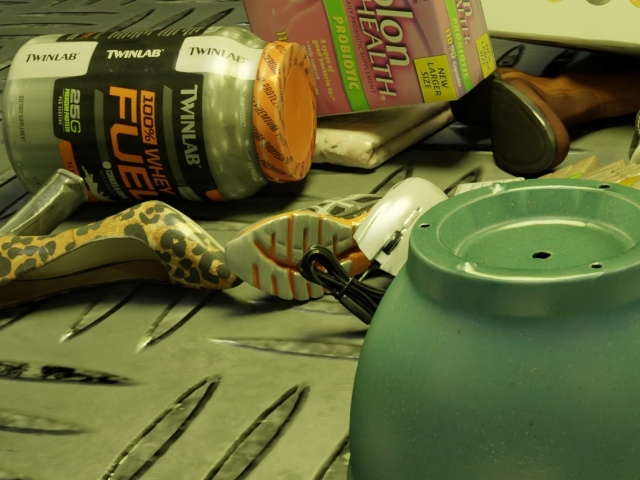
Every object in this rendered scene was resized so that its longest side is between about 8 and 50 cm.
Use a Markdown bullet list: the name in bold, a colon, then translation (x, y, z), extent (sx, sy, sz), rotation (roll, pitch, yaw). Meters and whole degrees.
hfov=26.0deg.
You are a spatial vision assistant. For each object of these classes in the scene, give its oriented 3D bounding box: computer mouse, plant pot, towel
- **computer mouse**: translation (0.067, -0.004, 1.244), extent (0.106, 0.042, 0.193), rotation (36, 48, 3)
- **plant pot**: translation (0.152, 0.076, 0.923), extent (0.293, 0.196, 0.293), rotation (-6, 23, 3)
- **towel**: translation (0.008, -0.175, 1.761), extent (0.332, 0.053, 0.317), rotation (9, 27, 35)

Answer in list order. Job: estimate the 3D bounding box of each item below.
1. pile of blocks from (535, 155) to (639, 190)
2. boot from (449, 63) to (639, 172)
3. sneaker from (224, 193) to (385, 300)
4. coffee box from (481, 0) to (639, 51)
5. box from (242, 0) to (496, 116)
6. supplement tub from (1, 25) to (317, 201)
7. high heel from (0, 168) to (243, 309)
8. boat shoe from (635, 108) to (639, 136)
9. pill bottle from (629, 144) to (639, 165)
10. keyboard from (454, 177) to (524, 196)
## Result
- **pile of blocks**: translation (0.224, 0.009, 1.148), extent (0.149, 0.112, 0.362), rotation (-24, 5, -4)
- **boot**: translation (0.321, -0.147, 1.600), extent (0.280, 0.096, 0.264), rotation (-4, 14, -13)
- **sneaker**: translation (0.000, 0.000, 1.310), extent (0.215, 0.084, 0.083), rotation (-8, 21, -33)
- **coffee box**: translation (0.407, -0.391, 1.677), extent (0.334, 0.337, 0.338), rotation (14, 9, 42)
- **box**: translation (0.048, -0.262, 1.566), extent (0.243, 0.213, 0.117), rotation (-3, 22, 32)
- **supplement tub**: translation (-0.174, -0.139, 1.541), extent (0.316, 0.193, 0.193), rotation (-1, 23, 16)
- **high heel**: translation (-0.214, 0.041, 1.309), extent (0.261, 0.093, 0.186), rotation (22, 56, 28)
- **boat shoe**: translation (0.425, -0.111, 1.446), extent (0.223, 0.080, 0.073), rotation (17, 27, 36)
- **pill bottle**: translation (0.411, -0.050, 1.237), extent (0.246, 0.130, 0.130), rotation (-12, 23, -12)
- **keyboard**: translation (0.154, -0.011, 1.371), extent (0.072, 0.014, 0.256), rotation (-1, 23, 15)
